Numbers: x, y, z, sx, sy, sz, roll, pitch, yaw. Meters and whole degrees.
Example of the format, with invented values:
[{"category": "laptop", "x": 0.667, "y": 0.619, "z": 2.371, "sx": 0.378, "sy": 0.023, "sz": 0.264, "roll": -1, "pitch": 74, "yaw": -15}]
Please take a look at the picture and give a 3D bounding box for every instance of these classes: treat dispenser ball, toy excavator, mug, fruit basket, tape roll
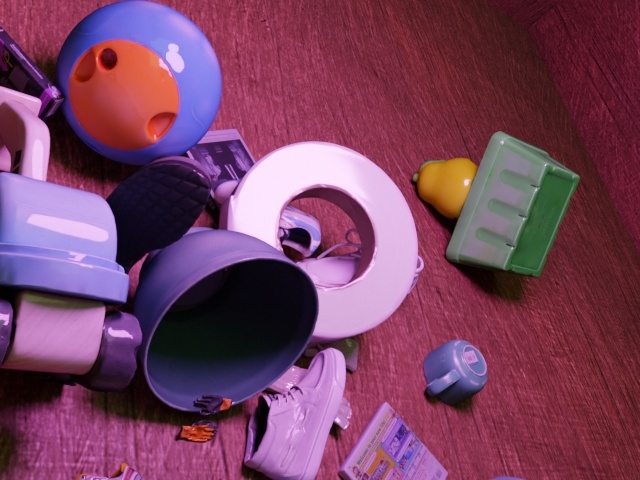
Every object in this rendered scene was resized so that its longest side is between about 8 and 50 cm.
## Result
[{"category": "treat dispenser ball", "x": -0.321, "y": -0.278, "z": 1.365, "sx": 0.288, "sy": 0.288, "sz": 0.288, "roll": 28, "pitch": 41, "yaw": -28}, {"category": "toy excavator", "x": -0.409, "y": -0.029, "z": 1.077, "sx": 0.222, "sy": 0.433, "sz": 0.445, "roll": 16, "pitch": 76, "yaw": -38}, {"category": "mug", "x": 0.305, "y": 0.294, "z": 1.691, "sx": 0.129, "sy": 0.097, "sz": 0.157, "roll": 37, "pitch": 37, "yaw": -18}, {"category": "fruit basket", "x": 0.446, "y": -0.107, "z": 2.061, "sx": 0.283, "sy": 0.392, "sz": 0.392, "roll": 12, "pitch": 50, "yaw": -41}, {"category": "tape roll", "x": 0.000, "y": 0.000, "z": 1.465, "sx": 0.392, "sy": 0.072, "sz": 0.392, "roll": 6, "pitch": 73, "yaw": -21}]

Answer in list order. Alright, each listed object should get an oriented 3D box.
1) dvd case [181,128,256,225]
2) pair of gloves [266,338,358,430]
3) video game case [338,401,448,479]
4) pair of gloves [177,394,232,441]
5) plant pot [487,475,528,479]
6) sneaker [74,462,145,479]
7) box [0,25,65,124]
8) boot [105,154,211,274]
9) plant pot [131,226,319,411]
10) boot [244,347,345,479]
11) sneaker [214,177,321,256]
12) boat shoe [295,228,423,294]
[{"category": "dvd case", "x": -0.187, "y": -0.125, "z": 1.597, "sx": 0.179, "sy": 0.029, "sz": 0.238, "roll": -16, "pitch": 71, "yaw": -51}, {"category": "pair of gloves", "x": -0.011, "y": 0.227, "z": 1.461, "sx": 0.204, "sy": 0.042, "sz": 0.240, "roll": 37, "pitch": 37, "yaw": -17}, {"category": "video game case", "x": 0.143, "y": 0.440, "z": 1.452, "sx": 0.193, "sy": 0.023, "sz": 0.212, "roll": 49, "pitch": 36, "yaw": -2}, {"category": "pair of gloves", "x": -0.180, "y": 0.280, "z": 1.207, "sx": 0.074, "sy": 0.083, "sz": 0.010, "roll": 18, "pitch": 11, "yaw": -43}, {"category": "plant pot", "x": 0.299, "y": 0.590, "z": 1.257, "sx": 0.341, "sy": 0.341, "sz": 0.334, "roll": 49, "pitch": 27, "yaw": -2}, {"category": "sneaker", "x": -0.316, "y": 0.360, "z": 0.992, "sx": 0.092, "sy": 0.088, "sz": 0.225, "roll": 51, "pitch": 29, "yaw": 18}, {"category": "box", "x": -0.516, "y": -0.261, "z": 1.290, "sx": 0.162, "sy": 0.116, "sz": 0.029, "roll": 48, "pitch": 34, "yaw": -3}, {"category": "boot", "x": -0.265, "y": -0.071, "z": 1.197, "sx": 0.118, "sy": 0.338, "sz": 0.222, "roll": 41, "pitch": 38, "yaw": -19}, {"category": "plant pot", "x": -0.178, "y": 0.099, "z": 1.228, "sx": 0.293, "sy": 0.293, "sz": 0.196, "roll": 10, "pitch": 25, "yaw": -42}, {"category": "boot", "x": -0.044, "y": 0.280, "z": 1.304, "sx": 0.123, "sy": 0.095, "sz": 0.258, "roll": 31, "pitch": 54, "yaw": -21}, {"category": "sneaker", "x": -0.101, "y": -0.046, "z": 1.512, "sx": 0.237, "sy": 0.085, "sz": 0.086, "roll": 27, "pitch": 37, "yaw": -18}, {"category": "boat shoe", "x": 0.095, "y": 0.055, "z": 1.606, "sx": 0.367, "sy": 0.156, "sz": 0.136, "roll": 6, "pitch": 39, "yaw": -44}]
